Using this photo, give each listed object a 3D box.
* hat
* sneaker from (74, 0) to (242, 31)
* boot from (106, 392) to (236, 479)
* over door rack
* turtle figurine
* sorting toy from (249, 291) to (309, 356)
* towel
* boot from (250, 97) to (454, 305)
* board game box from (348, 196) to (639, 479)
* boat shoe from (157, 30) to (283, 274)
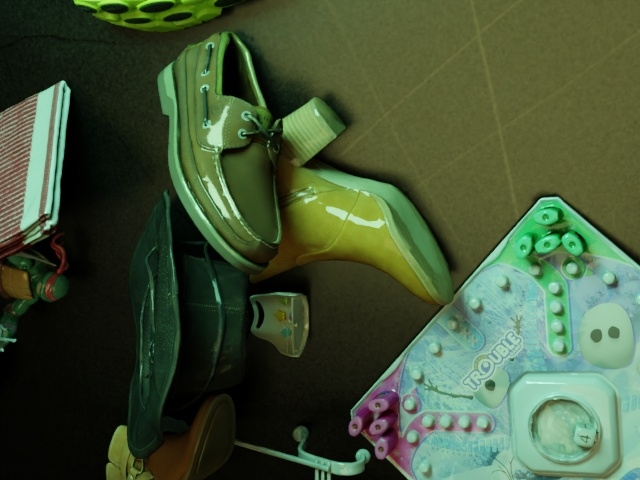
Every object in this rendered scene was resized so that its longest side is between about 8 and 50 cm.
[{"bbox_3d":[-0.146,0.098,0.985,0.133,0.331,0.332,3,108,-20],"label":"hat"},{"bbox_3d":[-0.145,-0.321,0.946,0.295,0.109,0.124,-14,78,18],"label":"sneaker"},{"bbox_3d":[-0.194,0.260,1.044,0.152,0.073,0.197,21,94,33],"label":"boot"},{"bbox_3d":[-0.086,0.363,1.094,0.324,0.108,0.240,3,94,26],"label":"over door rack"},{"bbox_3d":[-0.412,0.053,1.089,0.234,0.118,0.175,10,108,23],"label":"turtle figurine"},{"bbox_3d":[-0.055,0.097,1.059,0.075,0.045,0.083,5,107,19],"label":"sorting toy"},{"bbox_3d":[-0.446,-0.046,1.037,0.329,0.237,0.037,-23,141,18],"label":"towel"},{"bbox_3d":[-0.001,0.000,0.996,0.211,0.104,0.295,-38,89,25],"label":"boot"},{"bbox_3d":[0.280,0.217,0.966,0.390,0.050,0.390,43,111,11],"label":"board game box"},{"bbox_3d":[-0.097,-0.110,0.902,0.104,0.110,0.307,-36,57,20],"label":"boat shoe"}]
